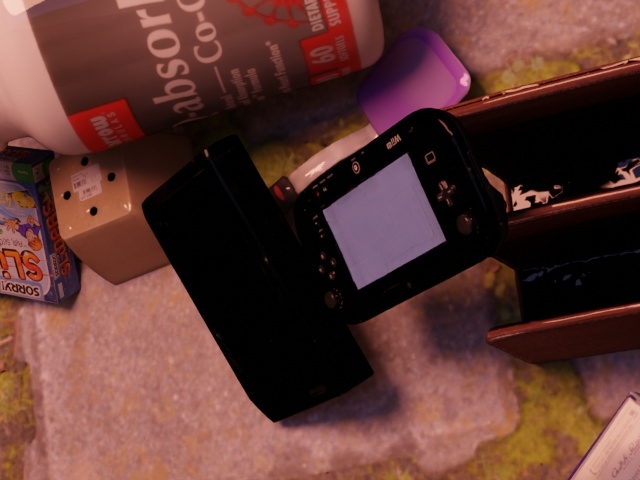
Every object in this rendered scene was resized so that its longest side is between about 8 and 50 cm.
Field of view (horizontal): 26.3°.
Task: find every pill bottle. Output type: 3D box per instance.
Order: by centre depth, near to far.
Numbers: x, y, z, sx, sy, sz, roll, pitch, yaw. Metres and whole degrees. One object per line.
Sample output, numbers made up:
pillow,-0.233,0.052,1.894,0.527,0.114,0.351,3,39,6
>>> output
pill bottle,-0.148,-0.187,1.076,0.363,0.210,0.210,-17,70,1

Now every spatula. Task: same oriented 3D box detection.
spatula,-0.002,-0.059,1.134,0.296,0.030,0.084,-40,63,14

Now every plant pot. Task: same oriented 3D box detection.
plant pot,-0.171,-0.035,1.177,0.109,0.096,0.109,-20,71,22

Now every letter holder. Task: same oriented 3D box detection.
letter holder,0.241,-0.025,0.899,0.302,0.214,0.152,-11,74,24

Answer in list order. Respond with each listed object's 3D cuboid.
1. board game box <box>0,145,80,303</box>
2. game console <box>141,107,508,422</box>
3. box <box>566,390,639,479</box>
board game box,-0.317,-0.023,1.244,0.201,0.035,0.136,7,119,28
game console,0.000,0.000,0.988,0.213,0.044,0.361,59,144,1
box,0.215,0.176,0.912,0.072,0.137,0.126,37,97,29
